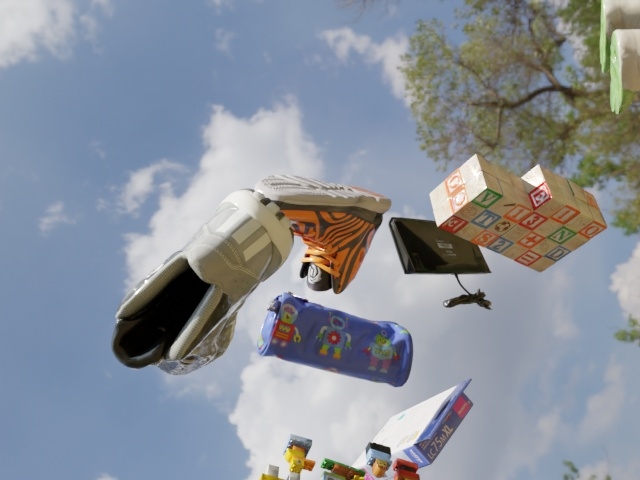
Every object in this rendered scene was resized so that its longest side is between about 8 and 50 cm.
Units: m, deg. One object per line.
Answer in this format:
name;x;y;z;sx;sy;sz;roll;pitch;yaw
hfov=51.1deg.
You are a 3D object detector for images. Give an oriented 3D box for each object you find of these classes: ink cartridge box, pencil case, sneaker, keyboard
ink cartridge box;0.199;0.408;1.399;0.065;0.311;0.186;47;-130;5
pencil case;0.030;0.189;1.287;0.306;0.119;0.133;16;-107;-12
sneaker;0.000;0.000;1.071;0.321;0.124;0.180;4;-73;-53
sneaker;-0.117;0.061;0.509;0.132;0.086;0.229;-45;-7;-48
keyboard;0.253;0.051;1.326;0.317;0.033;0.202;3;-121;-50

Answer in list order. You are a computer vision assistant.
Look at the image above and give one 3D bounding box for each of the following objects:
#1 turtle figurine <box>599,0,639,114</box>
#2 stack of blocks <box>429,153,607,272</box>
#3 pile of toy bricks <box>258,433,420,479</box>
turtle figurine;0.386;-0.145;0.570;0.275;0.266;0.198;46;-136;-64
stack of blocks;0.380;-0.057;1.286;0.297;0.171;0.087;20;-135;-29
pile of toy bricks;0.031;0.332;0.860;0.105;0.212;0.118;-89;20;-62
